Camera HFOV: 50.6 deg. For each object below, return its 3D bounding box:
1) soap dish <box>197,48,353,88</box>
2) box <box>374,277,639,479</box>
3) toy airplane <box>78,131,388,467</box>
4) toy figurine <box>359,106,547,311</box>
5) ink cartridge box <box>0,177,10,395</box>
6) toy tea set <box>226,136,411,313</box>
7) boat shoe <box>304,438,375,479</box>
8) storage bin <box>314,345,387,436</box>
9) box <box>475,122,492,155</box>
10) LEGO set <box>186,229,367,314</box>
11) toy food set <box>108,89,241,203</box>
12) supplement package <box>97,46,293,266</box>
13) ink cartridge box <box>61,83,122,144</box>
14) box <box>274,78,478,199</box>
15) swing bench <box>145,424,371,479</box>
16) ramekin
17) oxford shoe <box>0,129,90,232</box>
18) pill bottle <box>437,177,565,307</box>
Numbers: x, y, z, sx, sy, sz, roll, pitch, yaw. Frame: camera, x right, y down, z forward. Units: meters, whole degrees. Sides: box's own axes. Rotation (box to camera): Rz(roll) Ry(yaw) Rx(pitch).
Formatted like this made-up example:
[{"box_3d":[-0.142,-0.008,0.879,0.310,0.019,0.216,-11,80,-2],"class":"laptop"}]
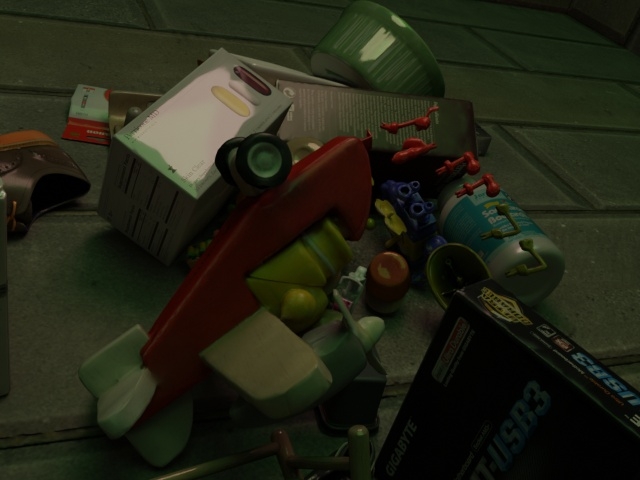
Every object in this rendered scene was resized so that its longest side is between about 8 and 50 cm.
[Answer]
[{"box_3d":[-0.094,-0.313,1.452,0.291,0.118,0.229,5,18,-38],"class":"soap dish"},{"box_3d":[0.207,0.239,0.684,0.073,0.295,0.293,-14,45,-41],"class":"box"},{"box_3d":[-0.078,0.096,0.774,0.272,0.384,0.386,35,39,-19],"class":"toy airplane"},{"box_3d":[0.199,-0.018,1.161,0.191,0.217,0.362,-29,69,-8],"class":"toy figurine"},{"box_3d":[-0.431,0.021,0.737,0.117,0.283,0.207,-15,44,-38],"class":"ink cartridge box"},{"box_3d":[0.000,0.000,1.117,0.200,0.124,0.336,-35,72,-9],"class":"toy tea set"},{"box_3d":[-0.007,0.283,0.735,0.075,0.065,0.206,33,37,24],"class":"boat shoe"},{"box_3d":[0.031,0.174,0.889,0.098,0.091,0.135,5,34,-17],"class":"storage bin"},{"box_3d":[0.286,-0.284,1.703,0.231,0.056,0.183,-2,38,-25],"class":"box"},{"box_3d":[-0.069,0.010,0.993,0.287,0.132,0.107,16,-11,14],"class":"LEGO set"},{"box_3d":[-0.270,-0.181,1.260,0.220,0.092,0.306,0,43,-23],"class":"toy food set"},{"box_3d":[-0.194,-0.130,1.048,0.145,0.204,0.262,36,52,0],"class":"supplement package"},{"box_3d":[-0.430,-0.252,1.359,0.146,0.045,0.179,7,32,-13],"class":"ink cartridge box"},{"box_3d":[0.086,-0.185,1.302,0.382,0.191,0.143,2,70,-12],"class":"box"},{"box_3d":[-0.075,0.309,0.552,0.253,0.165,0.254,-7,79,-33],"class":"swing bench"},{"box_3d":[0.118,-0.370,1.529,0.148,0.303,0.303,-46,60,-10],"class":"ramekin"},{"box_3d":[-0.499,-0.066,0.985,0.133,0.130,0.364,34,37,15],"class":"oxford shoe"},{"box_3d":[0.309,-0.007,1.223,0.146,0.146,0.264,0,37,-23],"class":"pill bottle"}]
